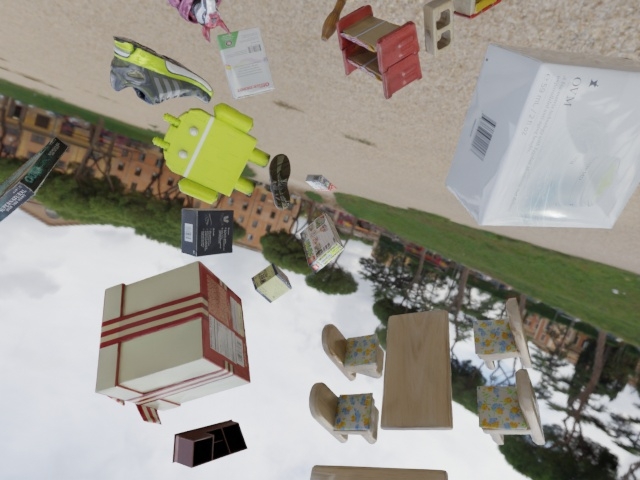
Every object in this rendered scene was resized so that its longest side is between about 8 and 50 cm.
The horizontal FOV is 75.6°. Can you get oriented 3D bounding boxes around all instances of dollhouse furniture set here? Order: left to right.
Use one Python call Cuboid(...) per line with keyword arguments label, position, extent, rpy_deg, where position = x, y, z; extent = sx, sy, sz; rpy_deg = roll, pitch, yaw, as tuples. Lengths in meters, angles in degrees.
Cuboid(label="dollhouse furniture set", position=(0.141, 0.263, 0.655), extent=(0.362, 0.394, 0.256), rpy_deg=(-13, 131, 26))
Cuboid(label="dollhouse furniture set", position=(0.253, -0.550, 1.069), extent=(0.201, 0.374, 0.152), rpy_deg=(52, 171, 40))

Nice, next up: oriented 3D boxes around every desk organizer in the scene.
Cuboid(label="desk organizer", position=(-0.191, 0.359, 0.734), extent=(0.050, 0.047, 0.130), rpy_deg=(-6, 168, 35))

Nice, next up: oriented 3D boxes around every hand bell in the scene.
Cuboid(label="hand bell", position=(0.054, -0.665, 1.162), extent=(0.126, 0.241, 0.126), rpy_deg=(23, 170, 4))

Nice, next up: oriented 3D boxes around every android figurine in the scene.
Cuboid(label="android figurine", position=(-0.271, -0.220, 1.032), extent=(0.273, 0.248, 0.056), rpy_deg=(25, -166, -28))

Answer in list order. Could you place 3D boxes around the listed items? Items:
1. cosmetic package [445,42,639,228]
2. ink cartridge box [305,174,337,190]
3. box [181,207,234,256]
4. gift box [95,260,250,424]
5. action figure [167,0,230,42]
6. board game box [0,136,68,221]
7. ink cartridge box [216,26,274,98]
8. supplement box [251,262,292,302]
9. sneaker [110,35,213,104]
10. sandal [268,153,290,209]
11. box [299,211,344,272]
Cuboid(label="cosmetic package", position=(0.339, -0.144, 0.597), extent=(0.225, 0.224, 0.138), rpy_deg=(0, -145, -11))
Cuboid(label="ink cartridge box", position=(0.005, -0.196, 1.459), extent=(0.063, 0.029, 0.115), rpy_deg=(8, 164, 36))
Cuboid(label="box", position=(-0.390, -0.032, 1.430), extent=(0.093, 0.155, 0.158), rpy_deg=(10, -171, 38))
Cuboid(label="gift box", position=(-0.315, 0.235, 0.907), extent=(0.258, 0.255, 0.276), rpy_deg=(-17, 141, 5))
Cuboid(label="action figure", position=(-0.303, -0.575, 0.848), extent=(0.276, 0.370, 0.248), rpy_deg=(-17, -176, 40))
Cuboid(label="board game box", position=(-0.467, -0.067, 0.616), extent=(0.026, 0.186, 0.126), rpy_deg=(46, -157, -36))
Cuboid(label="ink cartridge box", position=(-0.269, -0.629, 1.480), extent=(0.154, 0.212, 0.093), rpy_deg=(-18, -162, -10))
Cuboid(label="supplement box", position=(-0.146, 0.128, 1.233), extent=(0.083, 0.083, 0.056), rpy_deg=(51, -174, -41))
Cuboid(label="sneaker", position=(-0.397, -0.397, 1.037), extent=(0.111, 0.121, 0.300), rpy_deg=(39, -163, 25))
Cuboid(label="sandal", position=(-0.162, -0.232, 1.633), extent=(0.090, 0.219, 0.060), rpy_deg=(-15, -157, -24))
Cuboid(label="box", position=(0.000, 0.000, 1.280), extent=(0.036, 0.114, 0.207), rpy_deg=(42, -166, -28))
